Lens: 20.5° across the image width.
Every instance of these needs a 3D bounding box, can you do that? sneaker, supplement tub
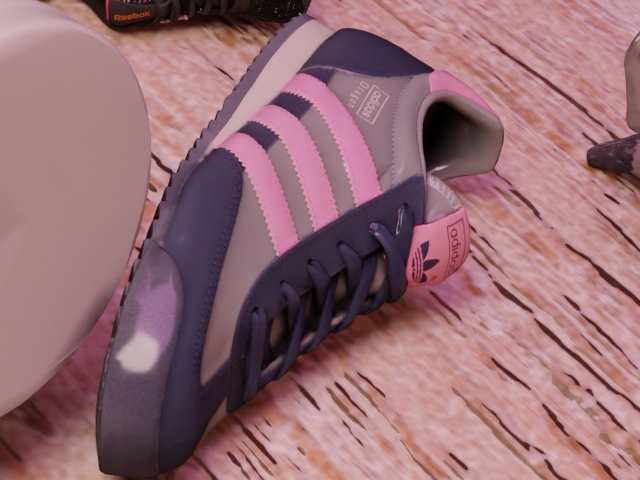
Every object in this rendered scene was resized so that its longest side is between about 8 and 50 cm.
[{"bbox_3d":[-0.092,-0.148,1.009,0.178,0.072,0.077,13,53,9],"label":"sneaker"},{"bbox_3d":[0.000,0.000,0.829,0.131,0.112,0.319,19,43,8],"label":"sneaker"},{"bbox_3d":[-0.225,-0.050,0.724,0.272,0.191,0.191,24,41,27],"label":"supplement tub"}]

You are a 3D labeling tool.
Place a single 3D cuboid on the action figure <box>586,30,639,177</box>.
[{"bbox_3d":[0.336,-0.036,0.980,0.330,0.178,0.341,33,17,10],"label":"action figure"}]
